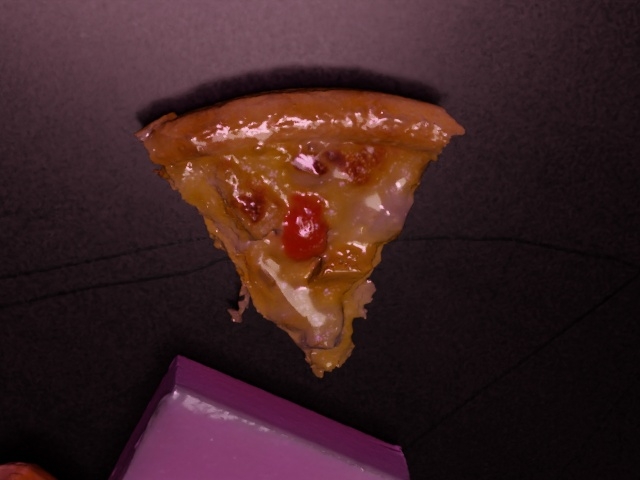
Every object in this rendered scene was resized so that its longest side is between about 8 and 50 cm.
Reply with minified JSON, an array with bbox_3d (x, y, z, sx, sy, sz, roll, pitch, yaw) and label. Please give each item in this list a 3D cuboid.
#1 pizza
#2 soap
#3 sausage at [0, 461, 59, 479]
[{"bbox_3d":[0.000,0.000,1.100,0.280,0.075,0.288,-11,114,0],"label":"pizza"},{"bbox_3d":[-0.067,0.241,1.196,0.259,0.081,0.181,24,108,-14],"label":"soap"},{"bbox_3d":[-0.240,0.324,1.205,0.105,0.105,0.274,-32,113,8],"label":"sausage"}]
